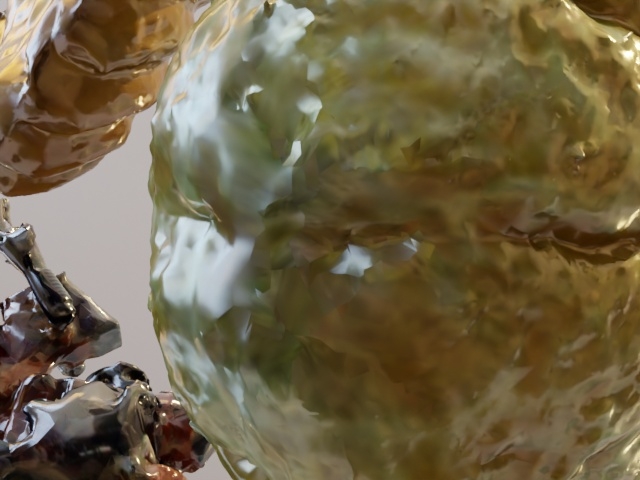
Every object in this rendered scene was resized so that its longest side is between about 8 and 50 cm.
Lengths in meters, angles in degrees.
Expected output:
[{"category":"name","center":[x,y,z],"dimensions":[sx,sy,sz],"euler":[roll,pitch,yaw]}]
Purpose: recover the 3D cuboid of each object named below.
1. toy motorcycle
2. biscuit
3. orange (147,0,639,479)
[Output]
[{"category":"toy motorcycle","center":[-0.211,0.106,0.885],"dimensions":[0.401,0.207,0.134],"euler":[53,-22,29]},{"category":"biscuit","center":[-0.146,-0.174,0.782],"dimensions":[0.107,0.326,0.326],"euler":[26,-49,-26]},{"category":"orange","center":[0.032,-0.009,0.523],"dimensions":[0.270,0.210,0.369],"euler":[7,-81,33]}]
